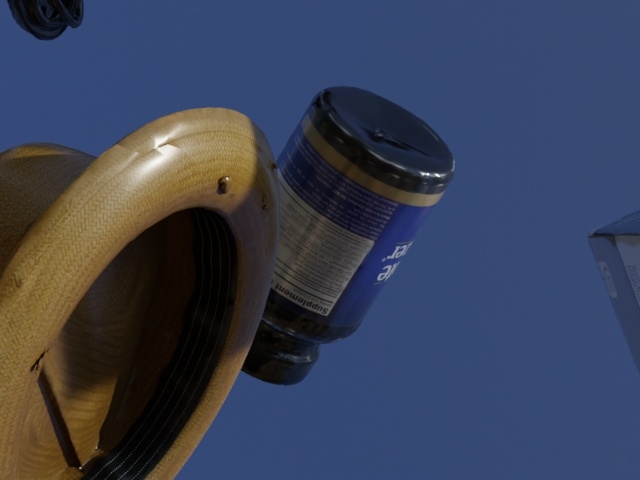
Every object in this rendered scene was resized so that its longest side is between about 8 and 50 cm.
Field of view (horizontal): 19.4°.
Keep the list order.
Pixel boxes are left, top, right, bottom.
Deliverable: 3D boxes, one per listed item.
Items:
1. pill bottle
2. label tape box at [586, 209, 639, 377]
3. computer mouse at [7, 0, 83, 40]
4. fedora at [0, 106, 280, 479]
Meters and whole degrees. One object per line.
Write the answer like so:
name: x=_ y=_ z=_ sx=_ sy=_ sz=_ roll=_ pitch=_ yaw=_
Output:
pill bottle: x=0.000 y=0.000 z=1.437 sx=0.123 sy=0.123 sz=0.219 roll=42 pitch=-63 yaw=23
label tape box: x=0.282 y=0.002 z=0.879 sx=0.241 sy=0.334 sz=0.105 roll=-20 pitch=-89 yaw=-2
computer mouse: x=-0.147 y=-0.060 z=0.636 sx=0.042 sy=0.106 sz=0.193 roll=15 pitch=-121 yaw=29
fedora: x=-0.091 y=0.028 z=0.640 sx=0.079 sy=0.194 sz=0.194 roll=31 pitch=-76 yaw=22
